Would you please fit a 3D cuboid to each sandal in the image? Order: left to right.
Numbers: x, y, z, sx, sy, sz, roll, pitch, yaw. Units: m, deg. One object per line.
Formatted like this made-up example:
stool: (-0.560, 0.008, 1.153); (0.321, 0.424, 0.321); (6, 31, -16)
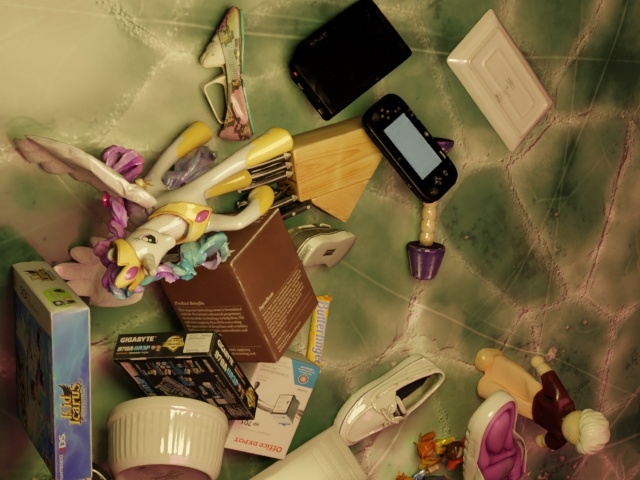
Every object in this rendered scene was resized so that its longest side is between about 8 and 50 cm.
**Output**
sandal: (0.376, 0.465, 1.986); (0.169, 0.102, 0.416); (-42, 142, -17)

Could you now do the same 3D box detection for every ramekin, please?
ramekin: (-0.260, 0.352, 1.618); (0.207, 0.207, 0.109); (24, 50, -34)

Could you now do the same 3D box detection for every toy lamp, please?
toy lamp: (0.213, -0.060, 1.864); (0.080, 0.080, 0.275); (-3, 106, -30)

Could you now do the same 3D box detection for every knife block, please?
knife block: (-0.027, -0.148, 1.686); (0.242, 0.088, 0.276); (31, 88, -35)

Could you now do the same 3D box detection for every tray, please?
tray: (0.367, -0.312, 1.907); (0.145, 0.030, 0.270); (-49, 123, -8)

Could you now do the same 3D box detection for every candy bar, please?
candy bar: (-0.005, 0.178, 1.841); (0.040, 0.018, 0.162); (1, 105, -31)

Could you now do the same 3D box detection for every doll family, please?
doll family: (0.229, 0.496, 2.032); (0.163, 0.118, 0.263); (21, 98, -51)

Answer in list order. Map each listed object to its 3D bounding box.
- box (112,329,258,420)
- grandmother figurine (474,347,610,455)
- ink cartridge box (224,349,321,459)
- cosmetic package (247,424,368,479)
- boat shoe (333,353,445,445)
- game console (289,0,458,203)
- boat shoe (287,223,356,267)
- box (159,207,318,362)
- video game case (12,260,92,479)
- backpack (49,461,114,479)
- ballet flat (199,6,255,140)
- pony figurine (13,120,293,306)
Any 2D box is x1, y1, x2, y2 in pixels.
box: (-0.220, 0.230, 1.605); (0.220, 0.175, 0.051); (65, 27, -48)
grandmother figurine: (0.454, 0.342, 1.970); (0.104, 0.342, 0.208); (-28, 117, -21)
ink cartridge box: (-0.103, 0.294, 1.780); (0.139, 0.082, 0.191); (20, 93, -34)
cosmetic package: (-0.043, 0.470, 1.829); (0.238, 0.107, 0.127); (-28, 76, -17)
boat shoe: (0.138, 0.325, 1.931); (0.258, 0.084, 0.095); (-40, 121, -15)
game console: (0.118, -0.233, 1.685); (0.213, 0.044, 0.361); (-41, 96, -25)
boat shoe: (0.000, 0.000, 1.727); (0.078, 0.070, 0.219); (-53, 163, 12)
box: (-0.136, 0.078, 1.609); (0.167, 0.168, 0.203); (-52, 129, -45)
video game case: (-0.412, 0.193, 1.466); (0.061, 0.244, 0.270); (-5, 107, -28)
backpack: (-0.417, 0.510, 1.580); (0.253, 0.191, 0.225); (-43, 100, -21)
ballet flat: (-0.156, -0.270, 1.588); (0.079, 0.077, 0.222); (-8, 110, -8)
pony figurine: (-0.260, -0.054, 1.460); (0.363, 0.350, 0.303); (-40, 127, -36)
